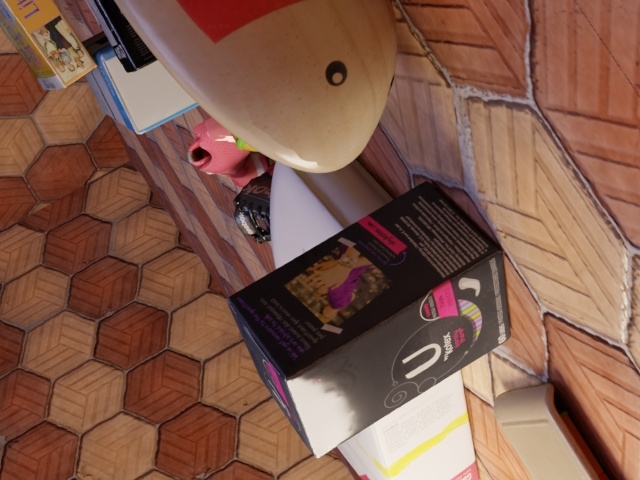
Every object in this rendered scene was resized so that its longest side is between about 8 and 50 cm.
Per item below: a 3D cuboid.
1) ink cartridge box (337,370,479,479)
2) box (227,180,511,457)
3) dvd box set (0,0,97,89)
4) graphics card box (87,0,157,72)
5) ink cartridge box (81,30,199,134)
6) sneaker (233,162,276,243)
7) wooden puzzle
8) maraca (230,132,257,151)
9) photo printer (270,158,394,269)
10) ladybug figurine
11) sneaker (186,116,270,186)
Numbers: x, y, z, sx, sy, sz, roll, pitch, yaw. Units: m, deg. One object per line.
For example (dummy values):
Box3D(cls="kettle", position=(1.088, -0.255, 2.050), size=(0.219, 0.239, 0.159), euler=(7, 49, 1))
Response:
Box3D(cls="ink cartridge box", position=(0.095, 0.236, 1.731), size=(0.279, 0.160, 0.385), euler=(50, 165, 39))
Box3D(cls="box", position=(0.059, 0.087, 1.241), size=(0.143, 0.270, 0.165), euler=(50, 166, 40))
Box3D(cls="dvd box set", position=(-0.488, -0.410, 1.623), size=(0.420, 0.062, 0.307), euler=(57, 168, -17))
Box3D(cls="graphics card box", position=(-0.196, -0.398, 1.223), size=(0.371, 0.232, 0.094), euler=(61, 167, -12))
Box3D(cls="ink cartridge box", position=(-0.234, -0.280, 1.693), size=(0.129, 0.223, 0.307), euler=(65, 168, -20))
Box3D(cls="sneaker", position=(-0.059, -0.041, 1.772), size=(0.276, 0.135, 0.098), euler=(36, 152, 61))
Box3D(cls="wooden puzzle", position=(0.295, 0.281, 1.312), size=(0.239, 0.044, 0.221), euler=(63, 169, 7))
Box3D(cls="maraca", position=(-0.070, -0.184, 1.505), size=(0.099, 0.127, 0.186), euler=(34, 160, 0))
Box3D(cls="photo printer", position=(0.030, 0.019, 1.509), size=(0.307, 0.107, 0.256), euler=(51, 150, 38))
Box3D(cls="ladybug figurine", position=(-0.074, -0.273, 1.033), size=(0.449, 0.162, 0.305), euler=(57, -151, 14))
Box3D(cls="sneaker", position=(-0.161, -0.159, 1.876), size=(0.314, 0.136, 0.116), euler=(111, 137, -74))
